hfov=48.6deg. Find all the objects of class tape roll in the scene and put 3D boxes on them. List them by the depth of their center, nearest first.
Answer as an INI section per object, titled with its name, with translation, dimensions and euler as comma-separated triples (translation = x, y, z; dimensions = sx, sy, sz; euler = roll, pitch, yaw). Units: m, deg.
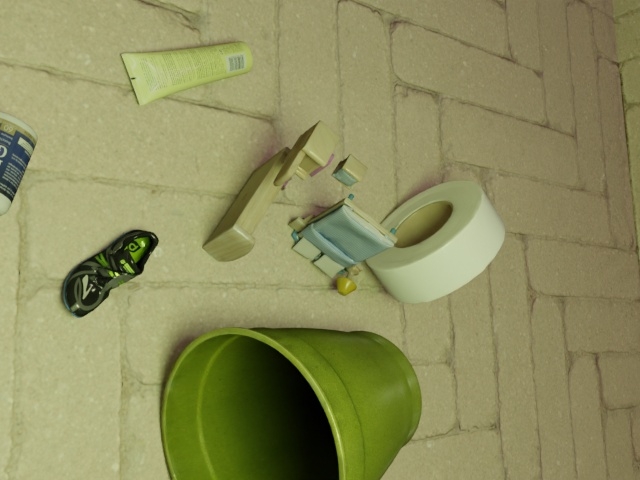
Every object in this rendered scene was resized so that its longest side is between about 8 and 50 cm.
[tape roll]
translation = 0.235, -0.001, 1.479
dimensions = 0.100, 0.286, 0.286
euler = 52, 54, -22

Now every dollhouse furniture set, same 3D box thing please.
[dollhouse furniture set]
translation = 0.000, 0.000, 1.270
dimensions = 0.303, 0.286, 0.198
euler = 38, 59, -16

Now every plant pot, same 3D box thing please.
[plant pot]
translation = -0.013, 0.299, 1.199
dimensions = 0.353, 0.366, 0.366
euler = -7, 87, -54

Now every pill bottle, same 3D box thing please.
[pill bottle]
translation = -0.474, -0.092, 1.001
dimensions = 0.094, 0.094, 0.169
euler = 28, 65, -35

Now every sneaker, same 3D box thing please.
[sneaker]
translation = -0.328, 0.043, 1.115
dimensions = 0.067, 0.078, 0.188
euler = 55, 53, -19

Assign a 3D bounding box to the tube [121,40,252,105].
[tube]
translation = -0.235, -0.312, 1.279
dimensions = 0.240, 0.062, 0.070
euler = -24, 54, -36
